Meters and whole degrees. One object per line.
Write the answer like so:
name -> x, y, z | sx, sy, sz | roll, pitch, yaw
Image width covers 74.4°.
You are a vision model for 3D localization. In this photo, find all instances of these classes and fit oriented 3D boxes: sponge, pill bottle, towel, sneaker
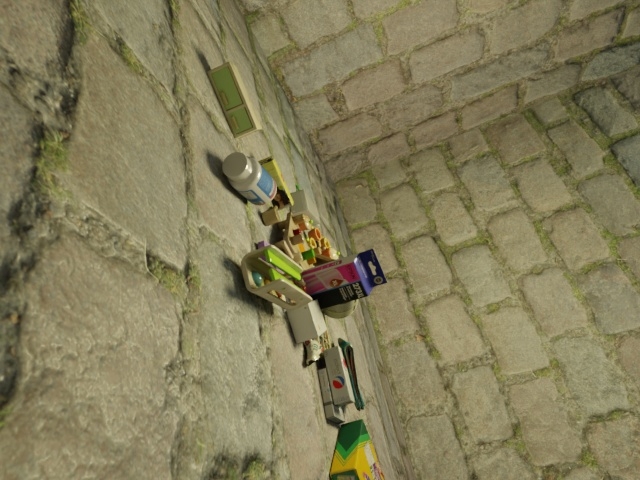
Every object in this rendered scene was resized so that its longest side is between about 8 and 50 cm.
sponge -> -0.171, 0.081, 1.563 | 0.210, 0.031, 0.117 | 41, 32, -69
pill bottle -> -0.247, -0.216, 1.465 | 0.221, 0.124, 0.124 | 48, 25, -67
towel -> 0.131, 0.575, 1.874 | 0.370, 0.040, 0.272 | 101, -22, -81
sneaker -> -0.039, 0.417, 1.601 | 0.075, 0.057, 0.161 | 53, 12, 2

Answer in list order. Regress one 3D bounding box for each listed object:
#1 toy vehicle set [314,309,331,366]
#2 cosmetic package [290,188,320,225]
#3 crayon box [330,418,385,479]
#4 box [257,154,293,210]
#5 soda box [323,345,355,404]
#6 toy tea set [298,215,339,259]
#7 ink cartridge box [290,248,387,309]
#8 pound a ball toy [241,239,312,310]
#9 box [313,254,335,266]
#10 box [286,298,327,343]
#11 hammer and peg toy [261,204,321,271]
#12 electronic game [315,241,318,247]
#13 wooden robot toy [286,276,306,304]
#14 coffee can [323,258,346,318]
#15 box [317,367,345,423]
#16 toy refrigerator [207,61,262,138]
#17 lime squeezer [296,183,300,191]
toy vehicle set -> -0.007, 0.390, 1.821 | 0.166, 0.035, 0.267 | 57, 17, -51
cosmetic package -> -0.086, -0.167, 2.258 | 0.238, 0.107, 0.127 | 50, 25, -70
crayon box -> 0.161, 0.907, 1.539 | 0.313, 0.106, 0.363 | -35, 105, -79
box -> -0.202, -0.251, 1.864 | 0.058, 0.087, 0.232 | -83, 151, -68
soda box -> 0.072, 0.535, 1.666 | 0.074, 0.069, 0.216 | 56, 18, -56
toy tea set -> 0.000, 0.000, 2.233 | 0.336, 0.124, 0.200 | 45, 33, -48
ink cartridge box -> 0.067, 0.169, 1.689 | 0.069, 0.370, 0.176 | -85, 152, -62
pound a ball toy -> -0.146, 0.105, 1.372 | 0.319, 0.135, 0.208 | 47, 21, -63
box -> 0.009, 0.106, 2.030 | 0.021, 0.201, 0.164 | -64, 156, -19
box -> -0.050, 0.305, 1.607 | 0.170, 0.091, 0.130 | 15, 56, -78
hammer and peg toy -> -0.108, -0.012, 1.785 | 0.266, 0.127, 0.361 | -90, 158, -61
electronic game -> 0.003, 0.061, 2.443 | 0.229, 0.048, 0.229 | -20, 90, -80
wooden robot toy -> -0.101, 0.168, 1.571 | 0.173, 0.076, 0.079 | -75, 146, -49
coffee can -> 0.080, 0.229, 1.928 | 0.275, 0.201, 0.202 | 87, -11, -66
box -> 0.044, 0.616, 1.669 | 0.145, 0.038, 0.186 | 56, 16, -53
toy refrigerator -> -0.339, -0.552, 1.672 | 0.094, 0.102, 0.270 | -72, 142, -73
lime squeezer -> -0.093, -0.191, 2.446 | 0.311, 0.058, 0.110 | 70, -20, 6
